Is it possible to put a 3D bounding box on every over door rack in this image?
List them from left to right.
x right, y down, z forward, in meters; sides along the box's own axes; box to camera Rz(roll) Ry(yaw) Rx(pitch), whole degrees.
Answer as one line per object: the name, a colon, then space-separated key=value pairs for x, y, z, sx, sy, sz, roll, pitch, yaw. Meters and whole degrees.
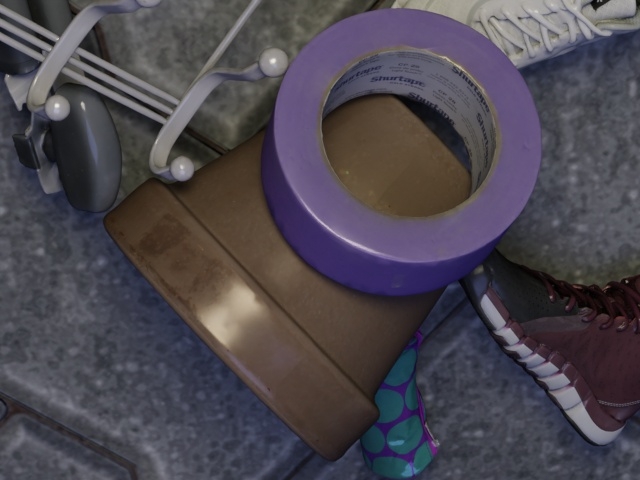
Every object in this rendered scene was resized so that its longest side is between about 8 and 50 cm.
over door rack: x=-0.109 y=-0.219 z=1.285 sx=0.239 sy=0.108 sz=0.324 roll=27 pitch=98 yaw=-32

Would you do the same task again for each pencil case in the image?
pencil case: x=0.062 y=0.132 z=1.633 sx=0.070 sy=0.064 sz=0.152 roll=-3 pitch=126 yaw=12

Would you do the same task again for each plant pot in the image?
plant pot: x=0.000 y=0.000 z=1.448 sx=0.229 sy=0.263 sz=0.263 roll=-45 pitch=121 yaw=-1

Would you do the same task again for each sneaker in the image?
sneaker: x=0.174 y=-0.185 z=1.409 sx=0.292 sy=0.118 sz=0.110 roll=-29 pitch=125 yaw=12
sneaker: x=0.227 y=0.046 z=1.592 sx=0.162 sy=0.106 sz=0.281 roll=-36 pitch=132 yaw=9

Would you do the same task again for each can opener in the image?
can opener: x=-0.202 y=-0.154 z=1.385 sx=0.093 sy=0.074 sz=0.280 roll=10 pitch=129 yaw=35

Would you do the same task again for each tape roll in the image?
tape roll: x=0.055 y=-0.062 z=1.325 sx=0.189 sy=0.189 sz=0.080 roll=0 pitch=162 yaw=-9
